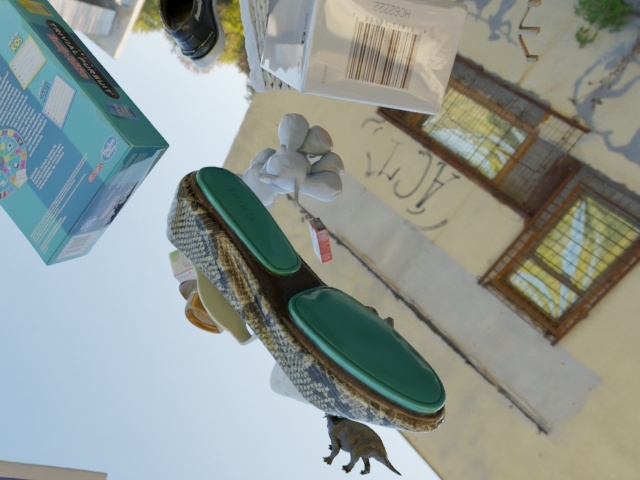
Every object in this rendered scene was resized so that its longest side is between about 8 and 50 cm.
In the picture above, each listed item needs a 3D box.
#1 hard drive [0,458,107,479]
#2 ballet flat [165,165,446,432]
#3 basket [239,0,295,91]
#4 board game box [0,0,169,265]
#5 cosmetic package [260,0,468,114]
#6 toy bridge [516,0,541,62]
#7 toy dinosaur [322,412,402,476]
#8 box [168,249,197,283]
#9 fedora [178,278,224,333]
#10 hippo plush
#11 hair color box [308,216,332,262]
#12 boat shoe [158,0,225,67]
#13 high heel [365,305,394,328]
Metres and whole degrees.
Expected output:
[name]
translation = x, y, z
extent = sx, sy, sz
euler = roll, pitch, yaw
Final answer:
[hard drive]
translation = -0.580, 0.414, 0.770
extent = 0.318, 0.210, 0.040
euler = 43, -142, -45
[ballet flat]
translation = -0.056, 0.096, 0.607
extent = 0.483, 0.182, 0.164
euler = 43, -153, 22
[basket]
translation = -0.042, -0.633, 1.266
extent = 0.266, 0.331, 0.328
euler = 9, -139, 16
[board game box]
translation = -0.415, -0.174, 0.648
extent = 0.336, 0.254, 0.079
euler = 50, -157, 5
[cosmetic package]
translation = 0.038, -0.362, 0.807
extent = 0.230, 0.162, 0.453
euler = 4, -156, -18
[toy bridge]
translation = 0.629, -0.635, 1.329
extent = 0.063, 0.026, 0.188
euler = 29, 152, 42
[toy dinosaur]
translation = 0.104, 0.603, 1.314
extent = 0.313, 0.160, 0.121
euler = 26, -171, 27
[box]
translation = -0.418, 0.099, 1.724
extent = 0.127, 0.261, 0.231
euler = 61, 175, 37
[fedora]
translation = -0.279, 0.177, 1.108
extent = 0.194, 0.194, 0.079
euler = 29, -130, -13
[hippo plush]
translation = -0.091, -0.160, 1.183
extent = 0.234, 0.236, 0.294
euler = 36, -128, -24
[hair color box]
translation = 0.000, 0.000, 1.810
extent = 0.053, 0.167, 0.093
euler = -19, -142, -12
[boat shoe]
translation = -0.265, -0.468, 0.861
extent = 0.091, 0.114, 0.303
euler = 38, -160, -56
[high heel]
translation = 0.187, 0.356, 1.696
extent = 0.261, 0.093, 0.186
euler = 22, -131, -22
